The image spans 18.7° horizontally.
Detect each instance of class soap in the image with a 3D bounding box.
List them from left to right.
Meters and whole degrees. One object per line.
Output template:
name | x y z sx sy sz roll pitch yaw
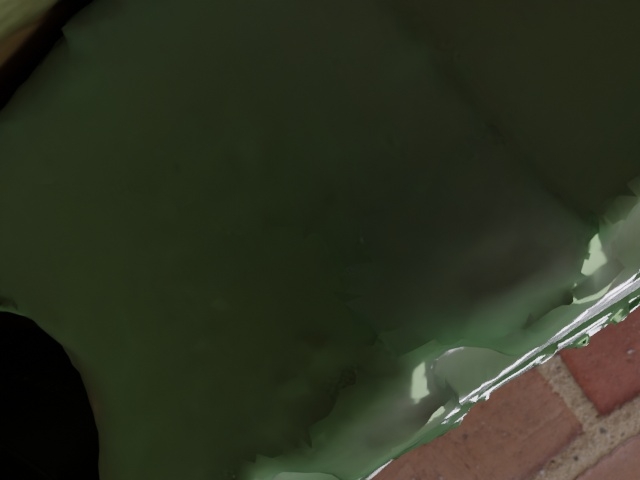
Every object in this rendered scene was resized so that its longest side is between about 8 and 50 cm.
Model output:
soap | 0.109 -0.068 0.686 0.261 0.156 0.446 -42 168 34

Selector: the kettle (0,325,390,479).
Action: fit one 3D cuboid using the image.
kettle | -0.071 0.120 0.825 0.321 0.228 0.324 -36 179 28
